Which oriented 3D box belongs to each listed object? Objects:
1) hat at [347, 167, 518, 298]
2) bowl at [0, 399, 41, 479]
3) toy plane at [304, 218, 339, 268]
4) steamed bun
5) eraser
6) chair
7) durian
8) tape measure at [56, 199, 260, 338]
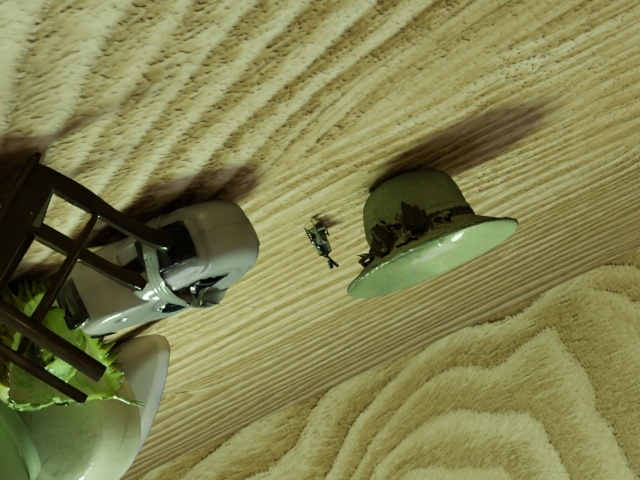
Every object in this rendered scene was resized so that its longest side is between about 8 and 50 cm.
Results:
[{"bbox_3d":[0.134,-0.027,1.736,0.257,0.130,0.257,-21,166,-6],"label":"hat"},{"bbox_3d":[-0.496,0.297,1.636,0.185,0.354,0.354,-36,177,-34],"label":"bowl"},{"bbox_3d":[0.000,0.000,1.814,0.031,0.049,0.121,-23,150,1],"label":"toy plane"},{"bbox_3d":[-0.369,0.237,1.781,0.164,0.241,0.146,-54,161,8],"label":"steamed bun"},{"bbox_3d":[-0.328,0.243,2.023,0.059,0.204,0.243,11,125,-45],"label":"eraser"},{"bbox_3d":[-0.328,0.012,1.175,0.186,0.319,0.160,-65,-171,-26],"label":"chair"},{"bbox_3d":[-0.363,0.147,1.544,0.157,0.170,0.355,-27,165,11],"label":"durian"},{"bbox_3d":[-0.172,0.026,1.497,0.197,0.120,0.236,-35,166,36],"label":"tape measure"}]
